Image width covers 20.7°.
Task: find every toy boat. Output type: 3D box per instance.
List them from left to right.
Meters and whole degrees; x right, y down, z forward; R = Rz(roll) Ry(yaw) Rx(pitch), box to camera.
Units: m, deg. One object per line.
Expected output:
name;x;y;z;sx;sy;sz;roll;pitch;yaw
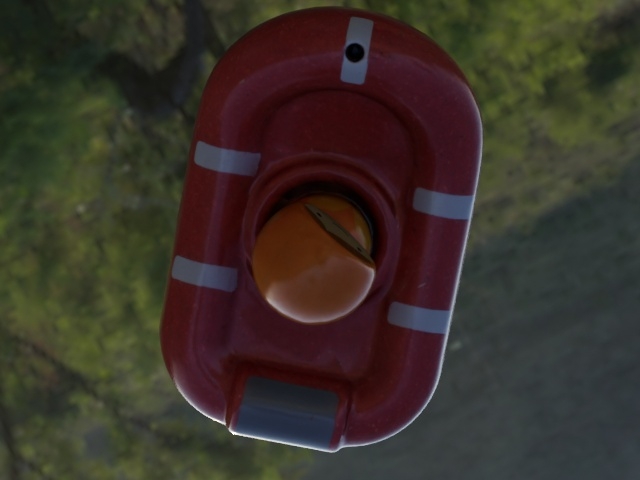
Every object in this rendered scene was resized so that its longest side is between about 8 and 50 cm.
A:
toy boat;0.000;0.000;0.869;0.151;0.231;0.151;10;-170;0
